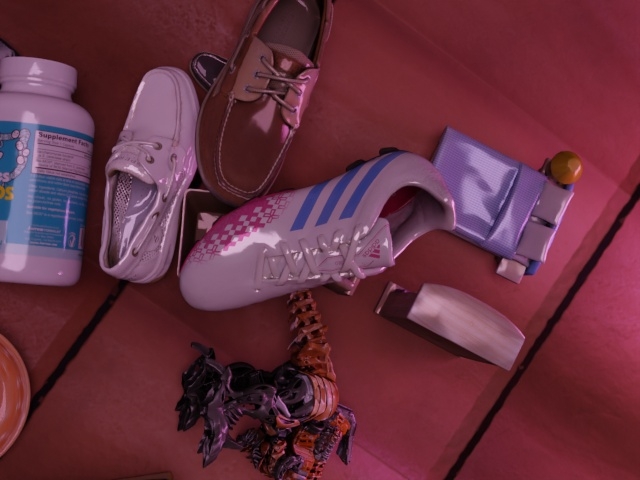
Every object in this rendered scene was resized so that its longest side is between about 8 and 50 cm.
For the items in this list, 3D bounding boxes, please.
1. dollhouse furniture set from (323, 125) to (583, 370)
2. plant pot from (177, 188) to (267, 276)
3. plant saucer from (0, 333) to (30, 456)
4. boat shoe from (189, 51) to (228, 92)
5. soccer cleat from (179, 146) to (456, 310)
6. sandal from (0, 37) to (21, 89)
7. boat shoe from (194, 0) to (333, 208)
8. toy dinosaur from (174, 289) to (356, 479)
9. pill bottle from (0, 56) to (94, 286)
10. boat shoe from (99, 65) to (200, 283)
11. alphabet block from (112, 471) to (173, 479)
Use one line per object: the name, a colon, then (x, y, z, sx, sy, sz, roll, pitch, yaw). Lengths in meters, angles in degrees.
dollhouse furniture set: (0.169, -0.032, 1.211, 0.286, 0.198, 0.303, 28, 83, -6)
plant pot: (-0.121, -0.002, 1.217, 0.109, 0.096, 0.109, 5, 86, -9)
plant saucer: (-0.453, 0.188, 1.166, 0.200, 0.037, 0.200, -2, 94, -26)
boat shoe: (-0.100, -0.195, 1.253, 0.152, 0.049, 0.056, 33, 81, -7)
soccer cleat: (0.000, 0.000, 1.100, 0.331, 0.143, 0.116, -28, 130, -9)
sandal: (-0.479, -0.269, 1.198, 0.254, 0.054, 0.097, 30, 83, -6)
boat shoe: (-0.064, -0.194, 1.174, 0.123, 0.116, 0.324, 20, 66, -17)
toy dinosaur: (-0.056, 0.201, 1.210, 0.218, 0.164, 0.322, 3, 75, -21)
pill bottle: (-0.350, -0.080, 1.163, 0.146, 0.146, 0.264, 5, 86, -8)
boat shoe: (-0.215, -0.086, 1.194, 0.098, 0.096, 0.277, 5, 85, 24)
alphabet block: (-0.259, 0.392, 1.133, 0.197, 0.192, 0.193, -7, 90, -7)
